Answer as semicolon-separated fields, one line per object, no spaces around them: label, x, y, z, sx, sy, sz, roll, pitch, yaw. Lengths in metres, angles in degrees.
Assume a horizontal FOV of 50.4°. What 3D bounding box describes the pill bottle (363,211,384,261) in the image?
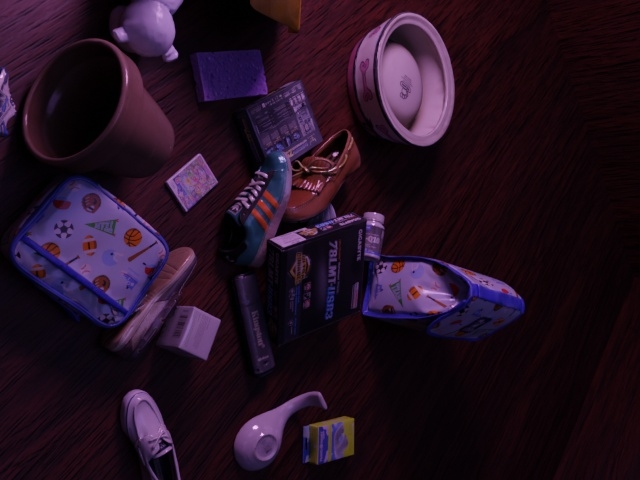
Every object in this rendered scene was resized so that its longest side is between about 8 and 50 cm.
pill bottle;0.151;-0.011;2.056;0.078;0.078;0.137;22;73;-44

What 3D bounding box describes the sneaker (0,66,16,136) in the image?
sneaker;-0.610;-0.260;1.294;0.058;0.052;0.135;14;86;-55

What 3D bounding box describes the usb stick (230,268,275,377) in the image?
usb stick;-0.172;0.212;1.737;0.077;0.045;0.278;-21;104;-45

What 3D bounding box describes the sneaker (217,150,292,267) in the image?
sneaker;-0.163;-0.084;1.678;0.121;0.108;0.302;14;94;-36

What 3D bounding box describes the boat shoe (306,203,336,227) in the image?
boat shoe;0.000;0.000;1.907;0.083;0.076;0.226;4;96;-2

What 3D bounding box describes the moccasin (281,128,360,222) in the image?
moccasin;-0.008;-0.177;1.834;0.380;0.139;0.147;-44;134;-37

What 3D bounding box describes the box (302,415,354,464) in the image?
box;0.025;0.570;1.938;0.178;0.042;0.109;3;87;-47

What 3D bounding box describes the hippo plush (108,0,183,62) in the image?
hippo plush;-0.329;-0.500;1.441;0.234;0.294;0.237;3;100;-40

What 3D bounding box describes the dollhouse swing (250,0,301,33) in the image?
dollhouse swing;-0.192;-0.682;1.600;0.347;0.305;0.315;-96;-171;-58

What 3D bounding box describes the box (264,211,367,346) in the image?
box;-0.010;0.100;1.794;0.293;0.073;0.296;-17;123;-36

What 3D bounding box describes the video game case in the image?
video game case;-0.307;-0.139;1.628;0.122;0.011;0.087;-49;123;-35

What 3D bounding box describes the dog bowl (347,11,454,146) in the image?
dog bowl;0.246;-0.487;2.115;0.408;0.150;0.408;1;89;-47

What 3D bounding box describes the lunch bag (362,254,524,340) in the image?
lunch bag;0.376;0.179;2.067;0.328;0.385;0.239;17;77;-46

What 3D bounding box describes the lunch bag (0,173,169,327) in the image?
lunch bag;-0.467;0.031;1.375;0.303;0.115;0.243;46;68;-33

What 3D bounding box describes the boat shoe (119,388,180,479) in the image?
boat shoe;-0.363;0.450;1.503;0.095;0.084;0.258;-31;111;-42

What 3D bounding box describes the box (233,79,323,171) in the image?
box;-0.107;-0.300;1.805;0.232;0.059;0.183;-40;117;-40

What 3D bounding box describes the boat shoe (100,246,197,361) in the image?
boat shoe;-0.364;0.139;1.504;0.285;0.103;0.092;-56;133;-27

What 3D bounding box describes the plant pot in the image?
plant pot;-0.422;-0.234;1.372;0.229;0.263;0.263;34;64;-61

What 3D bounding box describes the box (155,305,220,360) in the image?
box;-0.303;0.211;1.559;0.087;0.102;0.101;34;65;-38

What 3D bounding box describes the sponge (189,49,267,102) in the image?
sponge;-0.226;-0.414;1.704;0.210;0.031;0.117;-19;102;-45

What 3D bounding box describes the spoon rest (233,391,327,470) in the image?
spoon rest;-0.112;0.492;1.785;0.276;0.084;0.137;-32;111;-28
